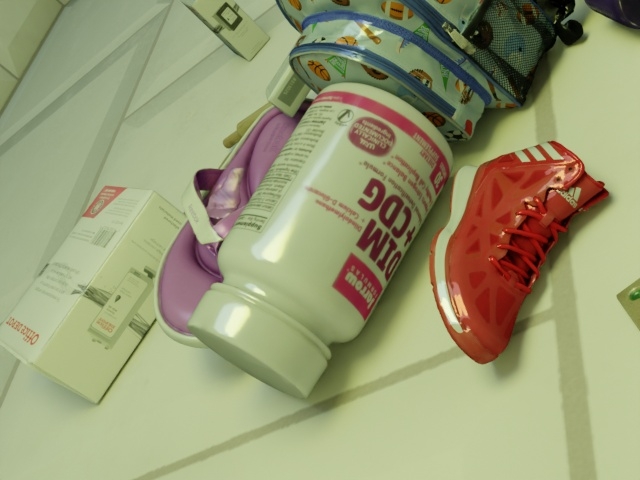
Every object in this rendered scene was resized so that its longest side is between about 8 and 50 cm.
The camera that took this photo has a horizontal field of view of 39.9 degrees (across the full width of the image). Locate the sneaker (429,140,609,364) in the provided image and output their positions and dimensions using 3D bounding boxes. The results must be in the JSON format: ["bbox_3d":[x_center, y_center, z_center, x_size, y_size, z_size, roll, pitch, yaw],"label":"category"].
[{"bbox_3d":[0.168,-0.008,0.729,0.128,0.087,0.221,-28,37,35],"label":"sneaker"}]

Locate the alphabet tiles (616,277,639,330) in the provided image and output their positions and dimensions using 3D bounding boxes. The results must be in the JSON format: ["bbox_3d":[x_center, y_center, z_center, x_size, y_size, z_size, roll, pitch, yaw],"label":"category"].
[{"bbox_3d":[0.346,0.019,0.532,0.285,0.011,0.343,-39,30,16],"label":"alphabet tiles"}]

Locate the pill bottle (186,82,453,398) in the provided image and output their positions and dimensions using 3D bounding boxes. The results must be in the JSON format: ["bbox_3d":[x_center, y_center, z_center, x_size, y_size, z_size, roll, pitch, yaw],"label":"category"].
[{"bbox_3d":[0.000,0.000,0.867,0.160,0.160,0.283,6,60,56],"label":"pill bottle"}]

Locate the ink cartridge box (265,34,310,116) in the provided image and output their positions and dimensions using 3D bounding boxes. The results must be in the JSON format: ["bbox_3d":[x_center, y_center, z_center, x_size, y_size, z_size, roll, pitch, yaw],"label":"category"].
[{"bbox_3d":[-0.017,-0.238,1.145,0.145,0.045,0.179,-56,9,10],"label":"ink cartridge box"}]

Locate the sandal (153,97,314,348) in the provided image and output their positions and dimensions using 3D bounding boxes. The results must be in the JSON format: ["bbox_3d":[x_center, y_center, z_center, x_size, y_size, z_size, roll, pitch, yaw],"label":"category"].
[{"bbox_3d":[-0.100,-0.052,1.054,0.169,0.102,0.416,-2,43,22],"label":"sandal"}]

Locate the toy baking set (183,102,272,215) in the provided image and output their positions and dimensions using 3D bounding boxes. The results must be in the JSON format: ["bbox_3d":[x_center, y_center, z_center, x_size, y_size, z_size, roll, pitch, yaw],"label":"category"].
[{"bbox_3d":[-0.115,-0.123,1.291,0.256,0.030,0.197,-26,33,35],"label":"toy baking set"}]

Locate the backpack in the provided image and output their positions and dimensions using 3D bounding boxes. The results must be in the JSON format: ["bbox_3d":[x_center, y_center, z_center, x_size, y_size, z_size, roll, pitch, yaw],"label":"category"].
[{"bbox_3d":[0.079,-0.233,0.931,0.276,0.263,0.213,4,58,54],"label":"backpack"}]

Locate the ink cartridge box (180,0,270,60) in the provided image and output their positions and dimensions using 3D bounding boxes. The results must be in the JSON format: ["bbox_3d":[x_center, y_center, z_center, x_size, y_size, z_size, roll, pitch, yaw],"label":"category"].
[{"bbox_3d":[-0.185,-0.410,1.580,0.060,0.180,0.104,-48,29,1],"label":"ink cartridge box"}]

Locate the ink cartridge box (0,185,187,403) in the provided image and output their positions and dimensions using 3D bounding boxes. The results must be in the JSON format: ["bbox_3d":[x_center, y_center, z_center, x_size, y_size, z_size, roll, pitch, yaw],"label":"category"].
[{"bbox_3d":[-0.316,0.067,1.260,0.207,0.117,0.283,10,63,57],"label":"ink cartridge box"}]

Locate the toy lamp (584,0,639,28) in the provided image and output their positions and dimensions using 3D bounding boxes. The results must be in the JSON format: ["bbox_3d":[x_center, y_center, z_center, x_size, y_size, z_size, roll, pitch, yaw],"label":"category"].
[{"bbox_3d":[0.335,-0.215,0.757,0.080,0.080,0.274,-51,32,-3],"label":"toy lamp"}]
